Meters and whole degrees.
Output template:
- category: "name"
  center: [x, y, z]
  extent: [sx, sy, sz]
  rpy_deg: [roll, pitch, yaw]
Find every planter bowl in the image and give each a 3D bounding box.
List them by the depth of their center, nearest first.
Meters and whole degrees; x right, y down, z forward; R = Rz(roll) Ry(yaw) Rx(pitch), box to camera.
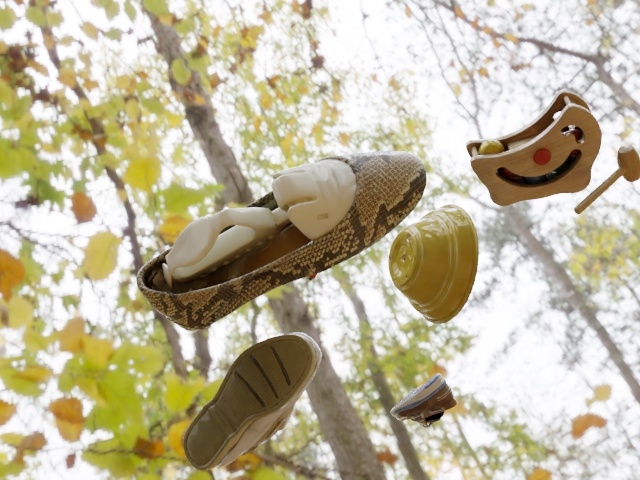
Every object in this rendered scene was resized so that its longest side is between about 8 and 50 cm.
- category: "planter bowl"
  center: [0.181, 0.035, 1.648]
  extent: [0.090, 0.217, 0.217]
  rpy_deg: [9, -56, -24]

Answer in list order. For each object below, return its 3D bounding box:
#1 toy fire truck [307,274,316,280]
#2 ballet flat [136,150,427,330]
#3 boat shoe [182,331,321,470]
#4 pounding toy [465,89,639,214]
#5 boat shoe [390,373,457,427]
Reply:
- category: "toy fire truck"
  center: [0.000, 0.000, 1.602]
  extent: [0.047, 0.192, 0.135]
  rpy_deg: [34, -92, -7]
- category: "ballet flat"
  center: [-0.076, -0.012, 1.400]
  extent: [0.483, 0.164, 0.182]
  rpy_deg: [-29, -35, 18]
- category: "boat shoe"
  center: [-0.096, 0.249, 1.480]
  extent: [0.302, 0.113, 0.103]
  rpy_deg: [-44, -26, 25]
- category: "pounding toy"
  center: [0.376, -0.139, 1.497]
  extent: [0.269, 0.155, 0.154]
  rpy_deg: [-11, -62, 8]
- category: "boat shoe"
  center: [0.178, 0.291, 1.616]
  extent: [0.066, 0.066, 0.183]
  rpy_deg: [-37, -8, -26]
